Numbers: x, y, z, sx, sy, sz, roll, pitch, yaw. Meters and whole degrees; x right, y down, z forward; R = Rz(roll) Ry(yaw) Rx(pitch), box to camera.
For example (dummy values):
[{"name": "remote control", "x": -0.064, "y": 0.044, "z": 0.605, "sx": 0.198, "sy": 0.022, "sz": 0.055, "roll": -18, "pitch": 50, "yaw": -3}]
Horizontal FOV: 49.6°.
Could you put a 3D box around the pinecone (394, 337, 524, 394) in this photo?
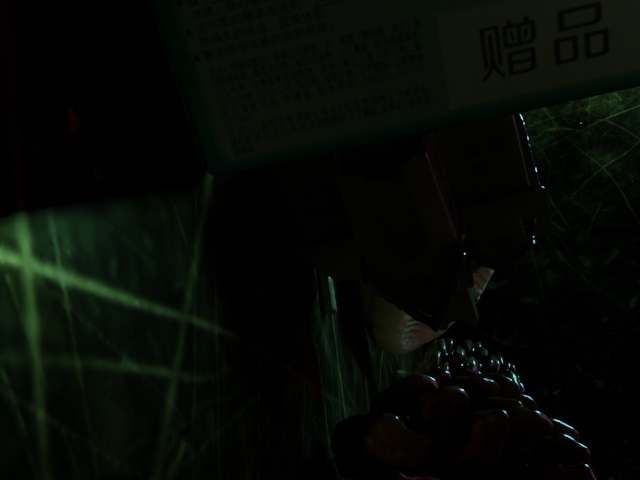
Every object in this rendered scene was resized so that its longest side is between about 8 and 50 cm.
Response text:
[{"name": "pinecone", "x": 0.266, "y": 0.296, "z": 1.295, "sx": 0.243, "sy": 0.257, "sz": 0.243, "roll": -1, "pitch": 90, "yaw": -68}]

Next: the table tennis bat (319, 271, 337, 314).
[{"name": "table tennis bat", "x": 0.000, "y": 0.000, "z": 0.709, "sx": 0.087, "sy": 0.013, "sz": 0.156, "roll": 62, "pitch": 18, "yaw": -67}]

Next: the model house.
[{"name": "model house", "x": 0.090, "y": -0.008, "z": 0.603, "sx": 0.204, "sy": 0.211, "sz": 0.243, "roll": -78, "pitch": 149, "yaw": -53}]

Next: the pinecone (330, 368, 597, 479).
[{"name": "pinecone", "x": 0.115, "y": 0.206, "z": 0.560, "sx": 0.202, "sy": 0.229, "sz": 0.201, "roll": -64, "pitch": -154, "yaw": -1}]

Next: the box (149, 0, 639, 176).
[{"name": "box", "x": 0.040, "y": -0.140, "z": 0.369, "sx": 0.092, "sy": 0.245, "sz": 0.153, "roll": -85, "pitch": 163, "yaw": -62}]

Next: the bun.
[{"name": "bun", "x": 0.127, "y": 0.046, "z": 0.942, "sx": 0.133, "sy": 0.231, "sz": 0.231, "roll": 42, "pitch": -13, "yaw": 31}]
